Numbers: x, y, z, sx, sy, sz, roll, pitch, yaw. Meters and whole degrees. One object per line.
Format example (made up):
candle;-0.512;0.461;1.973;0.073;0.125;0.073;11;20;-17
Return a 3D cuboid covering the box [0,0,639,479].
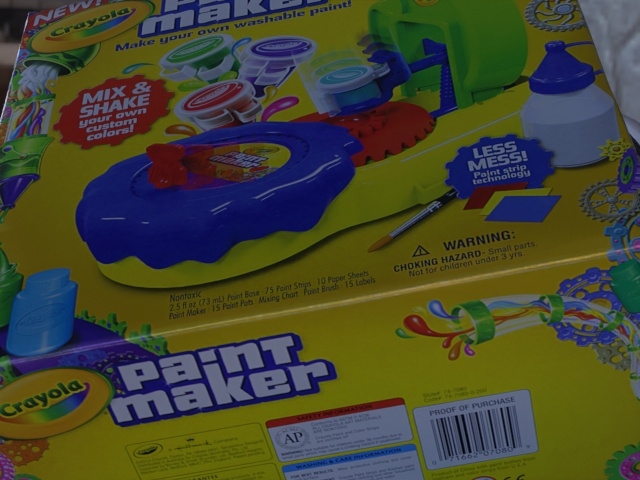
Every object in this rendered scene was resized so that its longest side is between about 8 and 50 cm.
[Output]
box;0.000;0.000;0.632;0.279;0.289;0.177;-94;-9;-50

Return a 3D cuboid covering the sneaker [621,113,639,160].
sneaker;0.324;-0.041;1.368;0.268;0.153;0.101;44;142;30
